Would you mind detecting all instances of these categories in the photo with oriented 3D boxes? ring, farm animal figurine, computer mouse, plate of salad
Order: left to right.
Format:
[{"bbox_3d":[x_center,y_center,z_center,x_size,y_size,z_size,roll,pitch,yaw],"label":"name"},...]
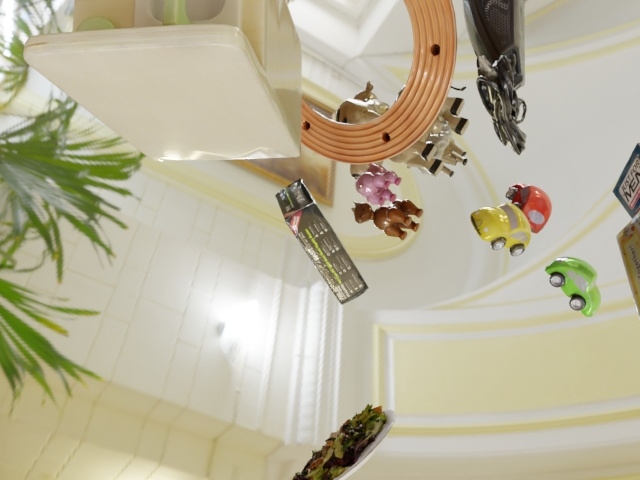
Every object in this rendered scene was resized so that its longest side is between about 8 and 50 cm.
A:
[{"bbox_3d":[0.028,0.315,0.976,0.200,0.048,0.200,-36,180,0],"label":"plate of salad"},{"bbox_3d":[0.037,-0.271,0.884,0.032,0.336,0.336,-30,166,-48],"label":"ring"},{"bbox_3d":[0.128,-0.182,1.162,0.326,0.172,0.330,-48,151,-22],"label":"farm animal figurine"},{"bbox_3d":[0.209,-0.255,0.782,0.072,0.188,0.272,-2,-109,22],"label":"computer mouse"}]

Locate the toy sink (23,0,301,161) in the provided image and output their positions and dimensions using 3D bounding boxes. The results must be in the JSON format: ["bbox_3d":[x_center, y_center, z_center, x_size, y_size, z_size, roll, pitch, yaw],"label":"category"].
[{"bbox_3d":[-0.108,-0.162,0.528,0.234,0.153,0.131,49,41,-77],"label":"toy sink"}]

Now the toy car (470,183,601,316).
[{"bbox_3d":[0.341,0.011,0.948,0.053,0.225,0.239,-46,168,35],"label":"toy car"}]

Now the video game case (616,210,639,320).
[{"bbox_3d":[0.410,0.022,0.688,0.206,0.026,0.226,111,-13,-50],"label":"video game case"}]

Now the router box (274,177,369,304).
[{"bbox_3d":[0.000,0.000,0.711,0.038,0.122,0.092,-31,-157,3],"label":"router box"}]

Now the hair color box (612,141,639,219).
[{"bbox_3d":[0.554,0.009,0.822,0.105,0.174,0.347,89,-13,-51],"label":"hair color box"}]
